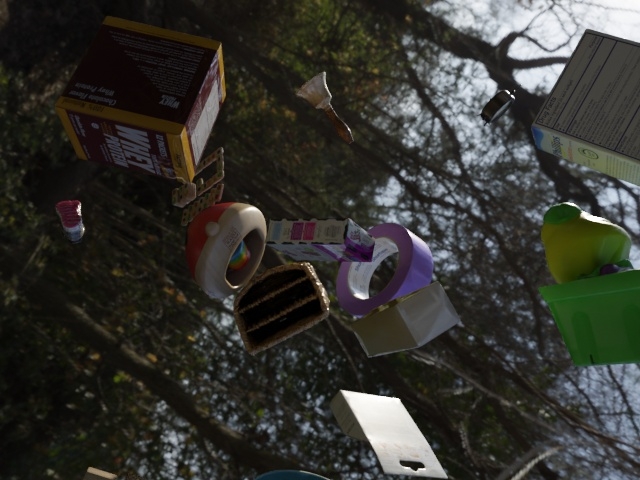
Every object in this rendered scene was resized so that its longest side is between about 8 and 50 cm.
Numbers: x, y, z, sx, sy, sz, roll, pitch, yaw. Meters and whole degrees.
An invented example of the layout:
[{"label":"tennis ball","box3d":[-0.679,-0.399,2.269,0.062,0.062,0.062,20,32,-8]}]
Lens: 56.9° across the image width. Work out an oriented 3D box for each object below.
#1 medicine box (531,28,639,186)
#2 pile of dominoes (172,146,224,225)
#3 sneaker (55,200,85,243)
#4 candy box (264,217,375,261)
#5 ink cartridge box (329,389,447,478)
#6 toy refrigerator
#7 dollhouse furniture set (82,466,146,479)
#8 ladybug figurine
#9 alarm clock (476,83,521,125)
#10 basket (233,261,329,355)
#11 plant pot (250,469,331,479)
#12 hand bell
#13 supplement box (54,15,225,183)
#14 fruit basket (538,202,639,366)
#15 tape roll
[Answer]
[{"label":"medicine box","box3d":[0.684,-0.302,1.359,0.263,0.289,0.149,-60,151,-1]},{"label":"pile of dominoes","box3d":[-0.413,-0.180,1.982,0.251,0.040,0.196,-28,-122,38]},{"label":"sneaker","box3d":[-0.655,-0.048,1.553,0.170,0.063,0.075,48,-39,50]},{"label":"candy box","box3d":[0.000,0.000,1.500,0.233,0.159,0.071,0,-108,30]},{"label":"ink cartridge box","box3d":[0.239,0.715,2.126,0.091,0.308,0.385,-59,-145,19]},{"label":"toy refrigerator","box3d":[0.157,0.160,1.178,0.102,0.094,0.269,-27,174,-20]},{"label":"dollhouse furniture set","box3d":[-0.348,0.467,1.013,0.123,0.151,0.144,170,-58,-75]},{"label":"ladybug figurine","box3d":[-0.303,0.019,1.848,0.305,0.162,0.449,-58,167,-17]},{"label":"alarm clock","box3d":[0.669,-0.511,2.196,0.192,0.064,0.129,-42,166,11]},{"label":"basket","box3d":[-0.137,0.201,1.936,0.299,0.213,0.223,-26,-176,5]},{"label":"plant pot","box3d":[-0.036,0.559,0.977,0.290,0.290,0.195,-99,-150,-73]},{"label":"hand bell","box3d":[0.035,-0.429,1.985,0.126,0.242,0.126,-36,-177,2]},{"label":"supplement box","box3d":[-0.273,-0.222,0.939,0.129,0.191,0.194,100,4,-62]},{"label":"fruit basket","box3d":[0.621,0.076,1.241,0.283,0.392,0.392,-16,-140,42]},{"label":"tape roll","box3d":[0.170,0.092,1.607,0.275,0.090,0.275,-32,-138,34]}]
